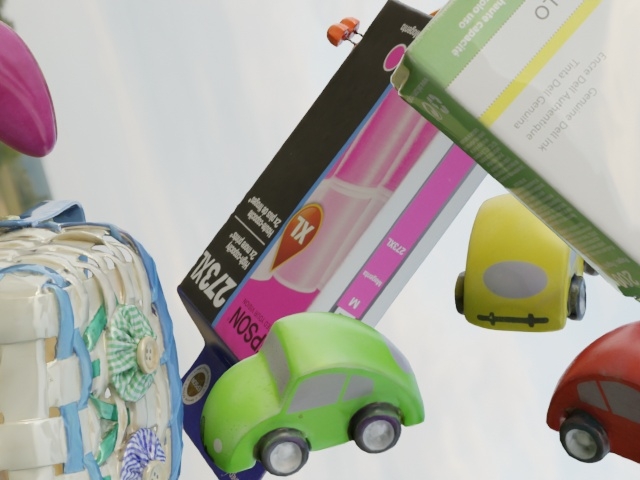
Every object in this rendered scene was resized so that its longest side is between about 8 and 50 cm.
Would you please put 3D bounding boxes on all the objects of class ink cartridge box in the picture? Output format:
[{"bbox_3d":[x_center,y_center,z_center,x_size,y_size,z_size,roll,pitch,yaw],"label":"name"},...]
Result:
[{"bbox_3d":[0.000,0.000,1.031,0.069,0.371,0.176,32,4,-32],"label":"ink cartridge box"},{"bbox_3d":[0.166,-0.042,0.483,0.235,0.171,0.056,42,-7,0],"label":"ink cartridge box"}]

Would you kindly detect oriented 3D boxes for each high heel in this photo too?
[{"bbox_3d":[-0.285,-0.137,0.967,0.244,0.082,0.117,56,35,-18],"label":"high heel"}]

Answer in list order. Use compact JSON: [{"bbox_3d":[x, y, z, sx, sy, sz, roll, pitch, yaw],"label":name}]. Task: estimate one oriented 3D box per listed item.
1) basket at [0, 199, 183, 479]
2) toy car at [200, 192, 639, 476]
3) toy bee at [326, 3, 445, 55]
[{"bbox_3d":[-0.186,0.108,0.881,0.289,0.201,0.254,-99,-175,-85],"label":"basket"},{"bbox_3d":[0.055,0.047,0.609,0.239,0.225,0.053,-119,-163,-62],"label":"toy car"},{"bbox_3d":[0.088,-0.160,1.262,0.162,0.298,0.195,47,12,0],"label":"toy bee"}]
